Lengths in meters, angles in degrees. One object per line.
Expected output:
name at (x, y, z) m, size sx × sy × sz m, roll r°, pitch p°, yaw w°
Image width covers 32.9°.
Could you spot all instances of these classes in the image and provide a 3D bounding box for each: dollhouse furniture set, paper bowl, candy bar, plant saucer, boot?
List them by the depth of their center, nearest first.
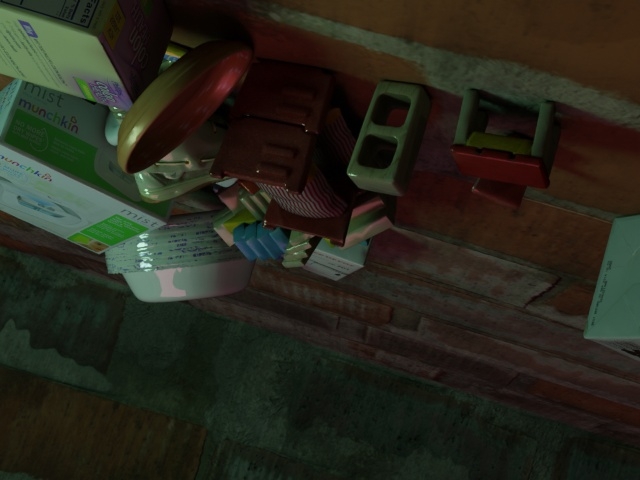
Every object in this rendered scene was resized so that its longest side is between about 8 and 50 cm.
plant saucer at (-0.159, -0.157, 1.223) m, size 0.037 × 0.200 × 0.200 m, roll 46°, pitch 166°, yaw 2°
dollhouse furniture set at (0.086, -0.078, 1.260) m, size 0.374 × 0.152 × 0.201 m, roll 12°, pitch 166°, yaw 23°
candy bar at (-0.218, -0.239, 1.306) m, size 0.161 × 0.018 × 0.040 m, roll 18°, pitch 167°, yaw -4°
boot at (-0.153, -0.157, 1.380) m, size 0.077 × 0.213 × 0.165 m, roll -131°, pitch 21°, yaw -58°
paper bowl at (-0.228, 0.025, 1.871) m, size 0.284 × 0.148 × 0.284 m, roll -6°, pitch -178°, yaw 0°

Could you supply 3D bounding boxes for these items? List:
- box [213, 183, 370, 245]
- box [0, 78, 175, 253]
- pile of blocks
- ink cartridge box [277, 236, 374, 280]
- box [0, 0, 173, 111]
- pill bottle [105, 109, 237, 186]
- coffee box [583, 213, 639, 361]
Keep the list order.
box at (-0.037, -0.061, 1.695) m, size 0.244 × 0.060 × 0.100 m, roll 15°, pitch 166°, yaw 13°
box at (-0.362, -0.106, 1.551) m, size 0.262 × 0.126 × 0.231 m, roll 28°, pitch 154°, yaw -29°
pile of blocks at (-0.055, -0.050, 1.504) m, size 0.362 × 0.149 × 0.112 m, roll -10°, pitch 129°, yaw 45°
ink cartridge box at (0.000, 0.000, 1.854) m, size 0.140 × 0.082 × 0.191 m, roll 20°, pitch 168°, yaw -9°
box at (-0.301, -0.253, 1.143) m, size 0.243 × 0.117 × 0.213 m, roll 18°, pitch 167°, yaw 6°
pill bottle at (-0.191, -0.142, 1.476) m, size 0.184 × 0.103 × 0.103 m, roll 25°, pitch 165°, yaw -30°
coffee box at (0.502, 0.096, 1.385) m, size 0.297 × 0.168 × 0.119 m, roll 23°, pitch 166°, yaw -23°
